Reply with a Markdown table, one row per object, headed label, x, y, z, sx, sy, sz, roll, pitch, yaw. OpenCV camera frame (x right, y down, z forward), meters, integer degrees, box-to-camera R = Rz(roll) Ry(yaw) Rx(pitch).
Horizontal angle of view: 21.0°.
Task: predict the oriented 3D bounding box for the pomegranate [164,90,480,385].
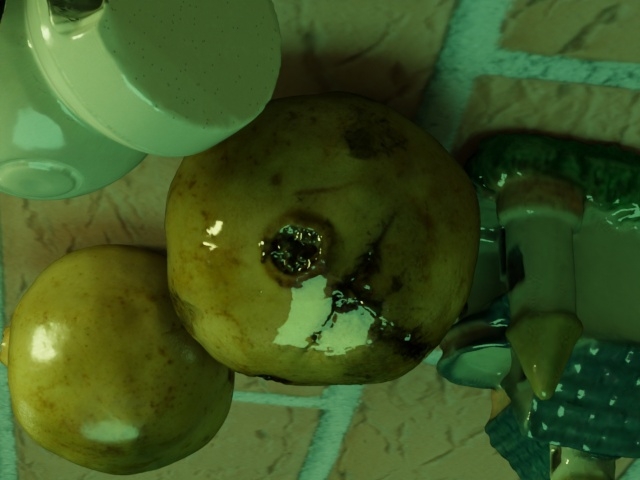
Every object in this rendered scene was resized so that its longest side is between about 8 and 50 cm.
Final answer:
| label | x | y | z | sx | sy | sz | roll | pitch | yaw |
| --- | --- | --- | --- | --- | --- | --- | --- | --- | --- |
| pomegranate | 0.000 | 0.000 | 1.382 | 0.260 | 0.260 | 0.260 | 2 | 153 | 1 |

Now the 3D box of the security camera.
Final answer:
| label | x | y | z | sx | sy | sz | roll | pitch | yaw |
| --- | --- | --- | --- | --- | --- | --- | --- | --- | --- |
| security camera | -0.169 | -0.126 | 1.197 | 0.236 | 0.195 | 0.194 | -19 | 146 | 39 |

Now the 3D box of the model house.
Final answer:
| label | x | y | z | sx | sy | sz | roll | pitch | yaw |
| --- | --- | --- | --- | --- | --- | --- | --- | --- | --- |
| model house | 0.184 | 0.112 | 1.475 | 0.194 | 0.325 | 0.267 | 10 | 152 | -17 |

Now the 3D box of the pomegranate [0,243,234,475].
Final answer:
| label | x | y | z | sx | sy | sz | roll | pitch | yaw |
| --- | --- | --- | --- | --- | --- | --- | --- | --- | --- |
| pomegranate | -0.187 | 0.112 | 1.636 | 0.233 | 0.233 | 0.233 | 2 | 153 | 1 |
